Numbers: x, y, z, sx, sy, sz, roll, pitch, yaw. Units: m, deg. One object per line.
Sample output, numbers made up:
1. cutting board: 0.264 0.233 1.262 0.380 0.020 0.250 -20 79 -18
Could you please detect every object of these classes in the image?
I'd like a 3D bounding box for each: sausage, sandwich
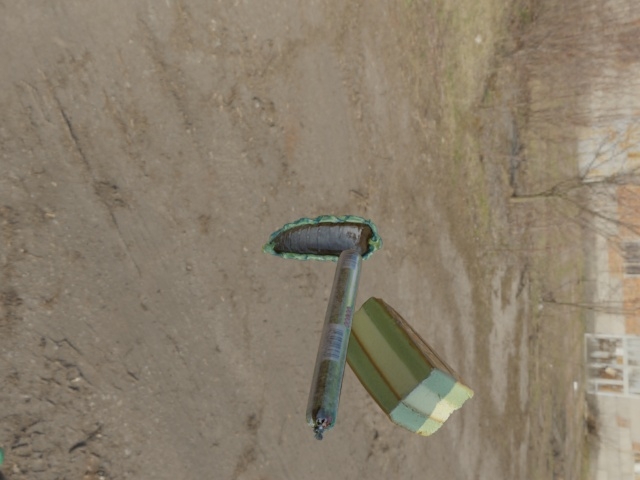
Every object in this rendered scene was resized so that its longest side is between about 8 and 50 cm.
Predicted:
1. sausage: 0.019 0.097 0.597 0.269 0.032 0.033 -75 149 -48
2. sandwich: 0.132 0.204 0.884 0.117 0.187 0.144 -45 138 6

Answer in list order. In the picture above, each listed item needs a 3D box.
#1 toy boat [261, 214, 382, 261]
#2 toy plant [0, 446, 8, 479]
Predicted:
1. toy boat: -0.008 -0.004 1.161 0.292 0.099 0.109 -2 111 -29
2. toy plant: -0.801 0.587 1.205 0.185 0.279 0.401 -119 -174 -46
